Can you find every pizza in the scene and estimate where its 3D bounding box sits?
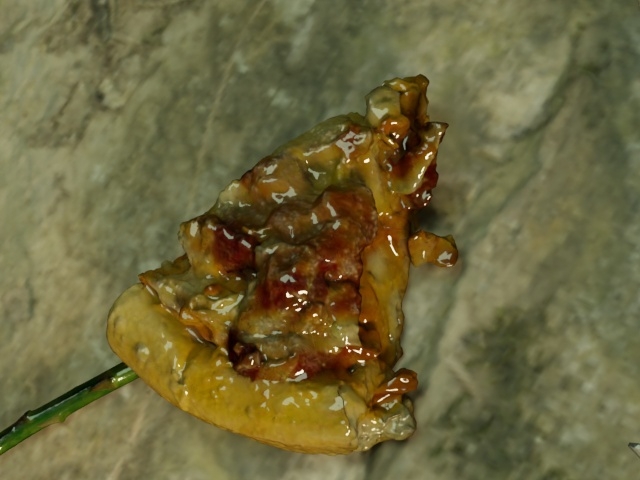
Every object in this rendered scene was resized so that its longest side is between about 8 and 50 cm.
[{"bbox_3d":[-0.002,-0.001,0.741,0.154,0.069,0.194,20,75,32],"label":"pizza"}]

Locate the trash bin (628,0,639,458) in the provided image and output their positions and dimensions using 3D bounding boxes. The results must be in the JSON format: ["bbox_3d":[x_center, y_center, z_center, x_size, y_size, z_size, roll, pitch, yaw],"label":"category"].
[{"bbox_3d":[0.218,-0.060,0.495,0.256,0.368,0.296,28,78,32],"label":"trash bin"}]

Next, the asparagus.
[{"bbox_3d":[-0.156,0.101,0.789,0.163,0.016,0.016,-32,74,4],"label":"asparagus"}]
